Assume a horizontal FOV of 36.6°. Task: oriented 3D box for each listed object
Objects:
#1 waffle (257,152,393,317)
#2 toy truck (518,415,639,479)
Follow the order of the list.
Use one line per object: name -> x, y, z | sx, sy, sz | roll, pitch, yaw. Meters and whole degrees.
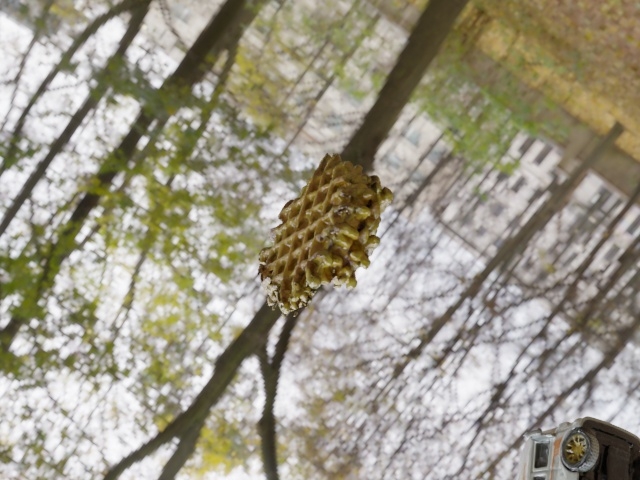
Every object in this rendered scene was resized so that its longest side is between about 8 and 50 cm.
waffle -> 0.000, 0.000, 1.129 | 0.070, 0.197, 0.193 | 32, 180, -24
toy truck -> 0.225, 0.279, 0.873 | 0.098, 0.227, 0.114 | 24, 154, -26
